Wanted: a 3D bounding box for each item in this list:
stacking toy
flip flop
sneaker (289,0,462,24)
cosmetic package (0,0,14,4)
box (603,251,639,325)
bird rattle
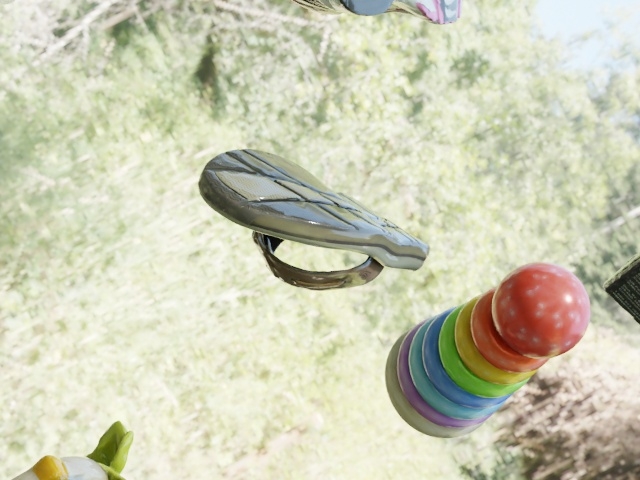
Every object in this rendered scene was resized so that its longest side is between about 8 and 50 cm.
[{"bbox_3d":[0.173,0.105,0.988,0.141,0.141,0.330,63,-21,16],"label":"stacking toy"},{"bbox_3d":[0.000,0.000,0.751,0.112,0.080,0.277,39,10,26],"label":"flip flop"},{"bbox_3d":[0.032,-0.179,0.619,0.178,0.077,0.072,-11,108,-54],"label":"sneaker"},{"bbox_3d":[-0.112,-0.212,0.366,0.117,0.231,0.085,44,17,-3],"label":"cosmetic package"},{"bbox_3d":[0.278,-0.007,0.574,0.093,0.156,0.158,48,-14,12],"label":"box"},{"bbox_3d":[-0.303,0.295,1.021,0.143,0.253,0.207,60,3,27],"label":"bird rattle"}]
